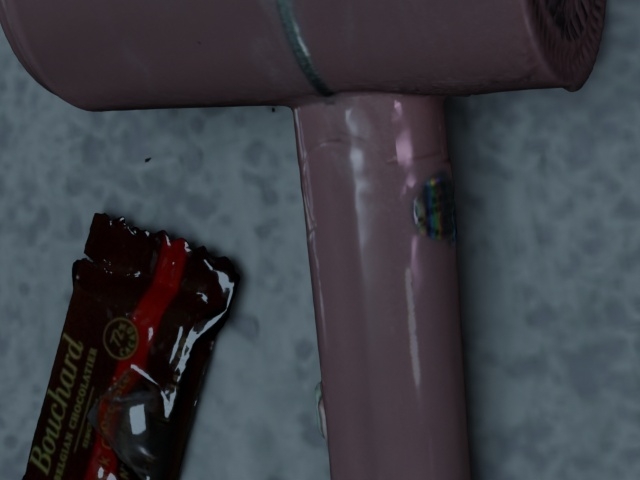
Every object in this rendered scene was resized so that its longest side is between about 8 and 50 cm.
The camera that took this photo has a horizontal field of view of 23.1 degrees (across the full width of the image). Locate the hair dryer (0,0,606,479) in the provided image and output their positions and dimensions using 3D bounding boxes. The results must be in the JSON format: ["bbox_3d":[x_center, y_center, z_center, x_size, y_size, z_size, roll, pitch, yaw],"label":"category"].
[{"bbox_3d":[0.000,0.000,0.605,0.210,0.125,0.352,-1,101,24],"label":"hair dryer"}]

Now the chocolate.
[{"bbox_3d":[-0.093,0.081,0.690,0.086,0.028,0.182,24,104,22],"label":"chocolate"}]
